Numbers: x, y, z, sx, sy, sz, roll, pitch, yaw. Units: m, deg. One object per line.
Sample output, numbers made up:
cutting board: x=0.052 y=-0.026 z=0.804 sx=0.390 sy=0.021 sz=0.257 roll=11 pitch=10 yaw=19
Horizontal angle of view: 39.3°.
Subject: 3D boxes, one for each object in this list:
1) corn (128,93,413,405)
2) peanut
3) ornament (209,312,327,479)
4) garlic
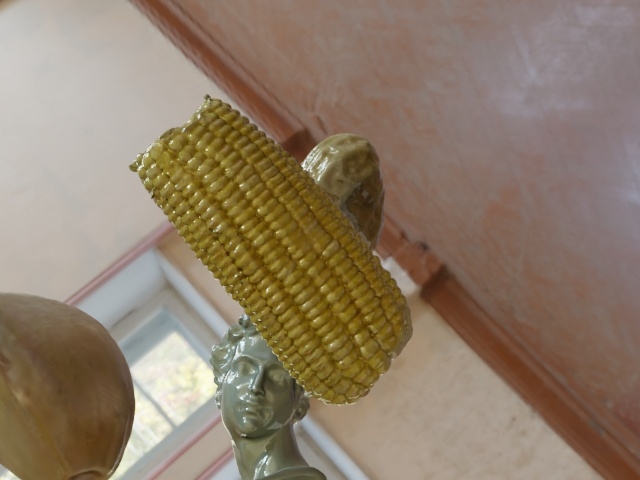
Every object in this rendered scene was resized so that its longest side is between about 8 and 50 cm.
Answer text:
corn: x=-0.022 y=0.004 z=0.456 sx=0.165 sy=0.085 sz=0.063 roll=48 pitch=151 yaw=-6
peanut: x=0.000 y=0.000 z=0.780 sx=0.083 sy=0.194 sz=0.093 roll=21 pitch=-179 yaw=44
ornament: x=-0.053 y=0.210 z=0.893 sx=0.130 sy=0.120 sz=0.285 roll=129 pitch=144 yaw=-57
garlic: x=-0.332 y=0.137 z=0.848 sx=0.338 sy=0.196 sz=0.151 roll=7 pitch=163 yaw=23
